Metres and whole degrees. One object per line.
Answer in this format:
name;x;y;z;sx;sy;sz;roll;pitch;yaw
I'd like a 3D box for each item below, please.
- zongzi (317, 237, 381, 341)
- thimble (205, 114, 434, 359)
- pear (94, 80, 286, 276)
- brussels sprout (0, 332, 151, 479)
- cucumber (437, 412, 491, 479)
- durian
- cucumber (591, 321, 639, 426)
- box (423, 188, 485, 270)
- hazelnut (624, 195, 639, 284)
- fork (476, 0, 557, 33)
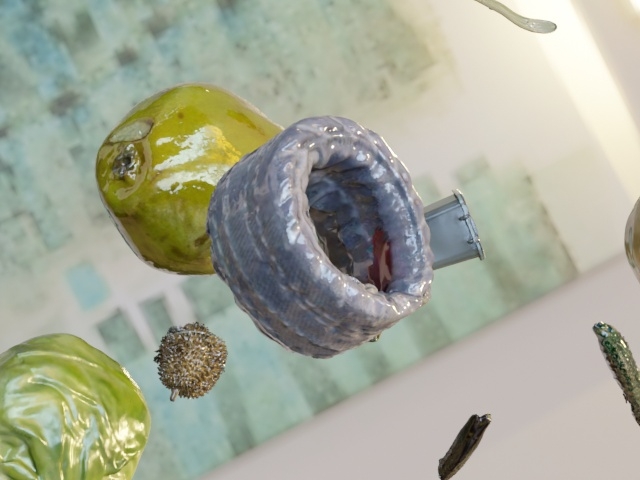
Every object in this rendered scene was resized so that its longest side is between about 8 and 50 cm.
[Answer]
zongzi;0.081;0.024;2.475;0.094;0.204;0.205;1;-69;37
thimble;0.000;0.000;1.730;0.236;0.205;0.172;52;-41;-5
pear;-0.149;-0.076;2.179;0.321;0.269;0.269;-2;56;-57
brussels sprout;-0.264;0.198;1.607;0.161;0.223;0.223;15;-48;47
cucumber;0.199;0.287;2.308;0.135;0.033;0.034;120;-31;-43
durian;-0.134;0.124;1.668;0.080;0.091;0.080;18;-29;11
cucumber;0.438;0.191;2.373;0.257;0.044;0.043;56;16;-45
box;0.148;-0.010;1.974;0.122;0.069;0.084;-76;146;-85
hazelnut;0.468;-0.009;1.855;0.261;0.261;0.241;124;-54;-74
fork;0.156;-0.236;1.606;0.028;0.219;0.034;-53;-137;27
